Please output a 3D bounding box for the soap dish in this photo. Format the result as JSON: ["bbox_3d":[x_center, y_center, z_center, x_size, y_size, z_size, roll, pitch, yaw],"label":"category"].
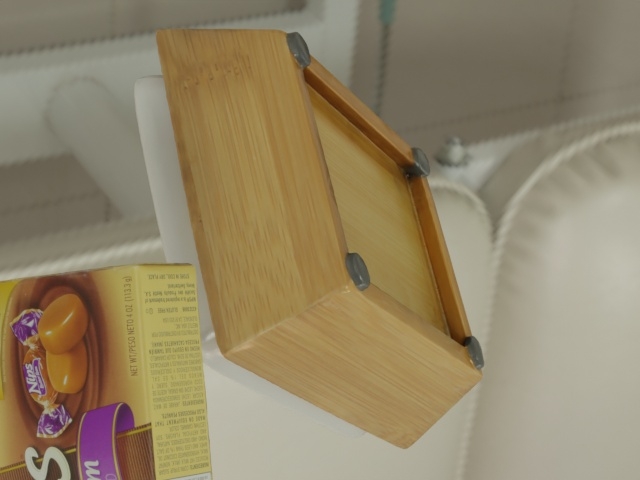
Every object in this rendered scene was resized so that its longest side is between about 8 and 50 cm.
[{"bbox_3d":[0.000,0.000,1.213,0.118,0.229,0.291,-22,154,18],"label":"soap dish"}]

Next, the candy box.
[{"bbox_3d":[-0.111,0.108,0.877,0.053,0.109,0.186,3,82,-59],"label":"candy box"}]
